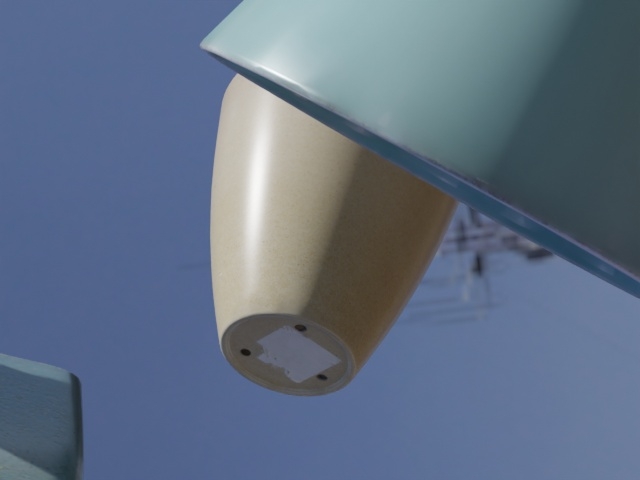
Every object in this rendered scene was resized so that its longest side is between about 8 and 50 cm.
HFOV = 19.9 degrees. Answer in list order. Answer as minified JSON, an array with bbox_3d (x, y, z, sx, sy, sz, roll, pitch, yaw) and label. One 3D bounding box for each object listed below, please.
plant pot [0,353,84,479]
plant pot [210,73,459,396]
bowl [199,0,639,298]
[{"bbox_3d":[-0.271,0.200,1.036,0.252,0.248,0.247,-133,61,-69],"label":"plant pot"},{"bbox_3d":[0.000,0.000,1.715,0.256,0.256,0.274,61,-147,-42],"label":"plant pot"},{"bbox_3d":[0.110,-0.095,0.966,0.163,0.311,0.311,-60,-26,2],"label":"bowl"}]
